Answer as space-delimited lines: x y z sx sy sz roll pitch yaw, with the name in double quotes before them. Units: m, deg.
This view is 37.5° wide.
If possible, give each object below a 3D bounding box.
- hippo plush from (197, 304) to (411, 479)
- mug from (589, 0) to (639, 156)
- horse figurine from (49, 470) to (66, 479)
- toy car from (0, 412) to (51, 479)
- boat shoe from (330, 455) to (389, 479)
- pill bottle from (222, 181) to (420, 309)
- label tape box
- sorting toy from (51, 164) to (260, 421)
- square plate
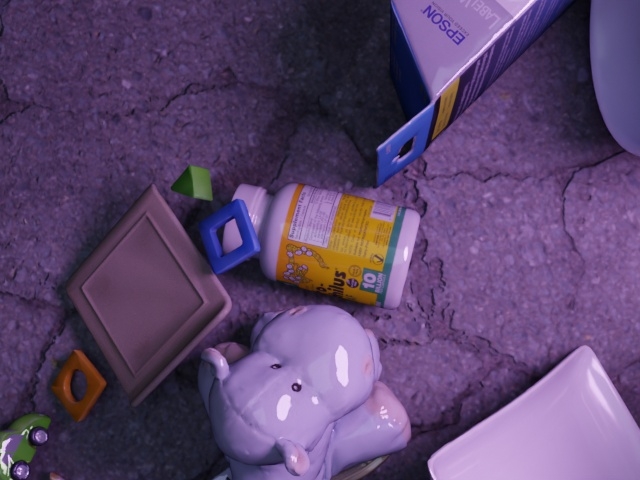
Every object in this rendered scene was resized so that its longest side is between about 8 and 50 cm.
"hippo plush" -0.057 0.157 0.963 0.294 0.237 0.234 -39 62 -14
"mug" 0.488 -0.277 0.967 0.327 0.276 0.374 -3 110 -6
"horse figurine" -0.291 0.395 1.071 0.174 0.066 0.263 30 84 8
"toy car" -0.378 0.288 1.053 0.053 0.239 0.225 37 58 -26
"boat shoe" 0.030 0.249 1.072 0.153 0.056 0.048 -38 87 7
"pill bottle" 0.000 0.000 1.070 0.208 0.117 0.118 14 85 5
"label tape box" 0.151 -0.226 1.018 0.347 0.249 0.115 -43 83 -2
"sorting toy" -0.195 0.064 1.079 0.347 0.047 0.196 -45 63 21
"square plate" 0.271 0.315 0.951 0.049 0.344 0.347 -35 80 42
